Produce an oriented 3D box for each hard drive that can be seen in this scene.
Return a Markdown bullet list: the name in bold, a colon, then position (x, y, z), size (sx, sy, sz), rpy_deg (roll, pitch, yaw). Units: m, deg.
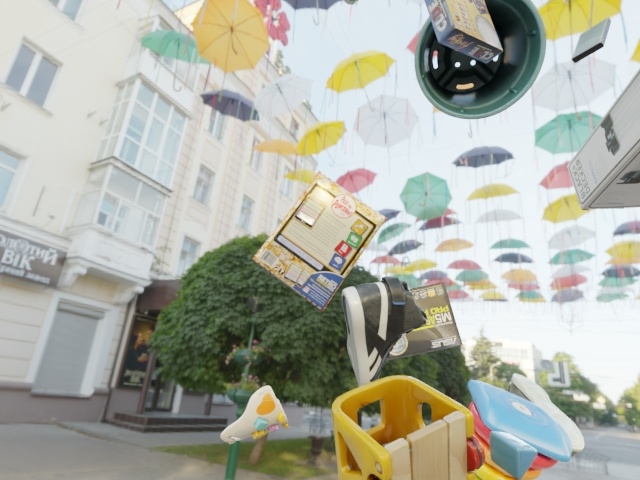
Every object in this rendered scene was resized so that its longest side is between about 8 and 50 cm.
- **hard drive**: position (0.868, -0.641, 1.342), size (0.022, 0.135, 0.094), rpy_deg (38, -26, -15)

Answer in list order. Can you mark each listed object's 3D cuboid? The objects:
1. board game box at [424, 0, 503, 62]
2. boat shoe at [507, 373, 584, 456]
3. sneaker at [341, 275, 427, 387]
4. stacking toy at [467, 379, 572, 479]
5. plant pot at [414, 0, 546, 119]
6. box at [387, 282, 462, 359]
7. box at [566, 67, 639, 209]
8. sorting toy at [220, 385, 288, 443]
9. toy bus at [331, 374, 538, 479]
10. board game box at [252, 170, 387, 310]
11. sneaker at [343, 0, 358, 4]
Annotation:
- **board game box**: position (0.269, -0.489, 0.842), size (0.164, 0.244, 0.042), rpy_deg (-1, -18, -37)
- **boat shoe**: position (0.576, 0.469, 1.103), size (0.109, 0.091, 0.305), rpy_deg (23, 12, -2)
- **sneaker**: position (0.105, 0.149, 0.641), size (0.121, 0.079, 0.217), rpy_deg (-13, -51, -6)
- **stacking toy**: position (0.316, 0.443, 0.792), size (0.165, 0.302, 0.175), rpy_deg (23, 10, 5)
- **plant pot**: position (0.461, -0.570, 1.290), size (0.340, 0.342, 0.334), rpy_deg (1, 24, 11)
- **box**: position (0.315, 0.275, 1.420), size (0.269, 0.217, 0.060), rpy_deg (-11, -20, 1)
- **box**: position (0.471, -0.154, 0.533), size (0.168, 0.087, 0.290), rpy_deg (-2, -29, 3)
- **sorting toy**: position (-0.081, 0.219, 0.503), size (0.075, 0.045, 0.083), rpy_deg (-26, -29, -13)
- **toy bus**: position (0.067, 0.220, 0.354), size (0.191, 0.202, 0.104), rpy_deg (41, -13, -27)
- **board game box**: position (0.000, 0.000, 0.723), size (0.146, 0.194, 0.045), rpy_deg (36, -11, 3)
- **sneaker**: position (0.015, -0.668, 1.077), size (0.091, 0.126, 0.240), rpy_deg (25, -2, 37)
